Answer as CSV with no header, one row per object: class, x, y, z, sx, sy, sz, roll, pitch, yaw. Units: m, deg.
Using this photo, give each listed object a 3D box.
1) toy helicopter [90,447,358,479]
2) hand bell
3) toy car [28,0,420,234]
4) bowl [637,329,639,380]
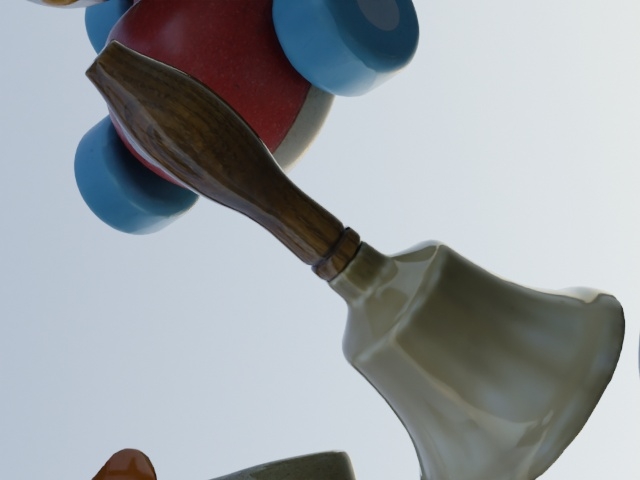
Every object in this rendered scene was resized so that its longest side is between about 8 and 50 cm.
toy helicopter,-0.145,0.186,0.877,0.235,0.355,0.140,49,-153,-73
hand bell,0.000,0.000,0.624,0.242,0.126,0.126,39,-144,-14
toy car,-0.109,-0.147,0.761,0.238,0.219,0.210,22,-127,-35
bowl,0.314,0.042,0.708,0.298,0.298,0.134,49,-174,-42
